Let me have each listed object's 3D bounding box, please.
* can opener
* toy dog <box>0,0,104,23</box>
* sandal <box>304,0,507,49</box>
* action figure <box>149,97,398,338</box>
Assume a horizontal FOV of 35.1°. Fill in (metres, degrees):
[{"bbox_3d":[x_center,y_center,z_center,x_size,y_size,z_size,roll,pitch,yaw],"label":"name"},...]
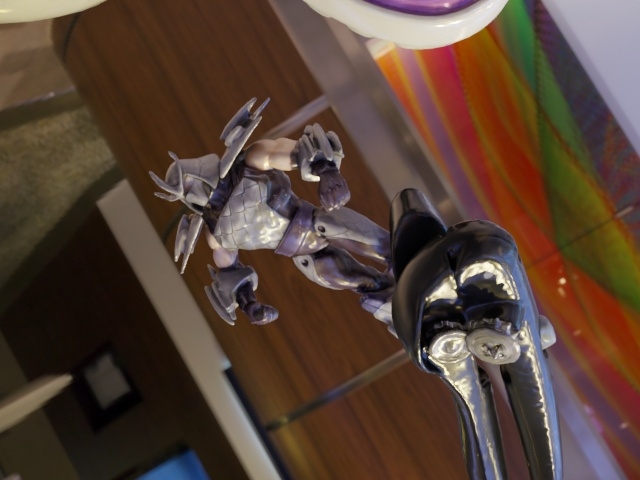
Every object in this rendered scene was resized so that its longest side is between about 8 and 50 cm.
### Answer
[{"bbox_3d":[0.076,0.061,0.433,0.059,0.186,0.073,-14,-145,16],"label":"can opener"},{"bbox_3d":[-0.069,-0.176,0.180,0.408,0.395,0.285,-5,-127,53],"label":"toy dog"},{"bbox_3d":[-0.069,-0.252,0.584,0.102,0.416,0.169,103,9,-76],"label":"sandal"},{"bbox_3d":[0.000,0.000,0.792,0.185,0.285,0.099,-55,-163,42],"label":"action figure"}]
